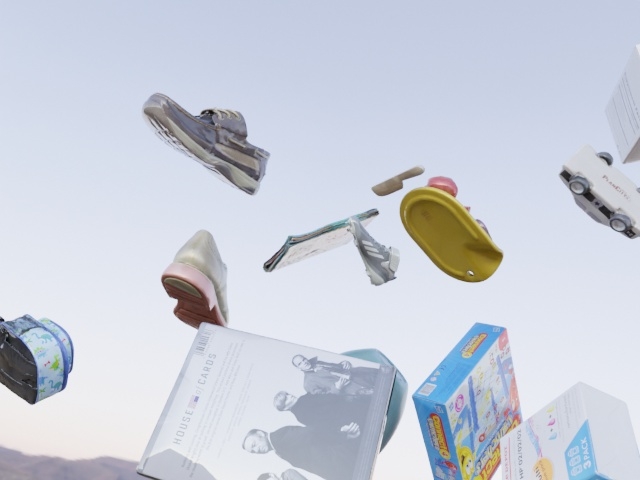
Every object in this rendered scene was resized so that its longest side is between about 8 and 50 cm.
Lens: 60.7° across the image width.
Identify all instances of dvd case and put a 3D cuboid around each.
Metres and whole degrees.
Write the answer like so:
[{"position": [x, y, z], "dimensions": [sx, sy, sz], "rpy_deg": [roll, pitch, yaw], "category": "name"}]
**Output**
[{"position": [-0.054, 0.194, 0.589], "dimensions": [0.238, 0.179, 0.030], "rpy_deg": [10, -33, 16], "category": "dvd case"}]

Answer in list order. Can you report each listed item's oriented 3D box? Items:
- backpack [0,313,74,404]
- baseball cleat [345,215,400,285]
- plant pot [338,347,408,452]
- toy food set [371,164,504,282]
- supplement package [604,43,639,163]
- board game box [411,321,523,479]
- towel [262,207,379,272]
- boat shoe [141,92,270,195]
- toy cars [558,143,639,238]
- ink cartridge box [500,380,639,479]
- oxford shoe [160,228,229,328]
[{"position": [-0.403, 0.167, 0.777], "dimensions": [0.114, 0.084, 0.105], "rpy_deg": [24, -66, 31], "category": "backpack"}, {"position": [0.144, 0.017, 1.434], "dimensions": [0.109, 0.072, 0.206], "rpy_deg": [-22, -70, 2], "category": "baseball cleat"}, {"position": [0.124, 0.409, 1.493], "dimensions": [0.195, 0.290, 0.290], "rpy_deg": [-44, -49, 4], "category": "plant pot"}, {"position": [0.196, -0.038, 0.840], "dimensions": [0.218, 0.071, 0.128], "rpy_deg": [49, -33, -5], "category": "toy food set"}, {"position": [0.833, -0.336, 1.318], "dimensions": [0.177, 0.175, 0.293], "rpy_deg": [-10, -19, 11], "category": "supplement package"}, {"position": [0.359, 0.404, 1.286], "dimensions": [0.086, 0.308, 0.302], "rpy_deg": [3, -62, 44], "category": "board game box"}, {"position": [0.000, 0.000, 1.861], "dimensions": [0.370, 0.040, 0.271], "rpy_deg": [-20, -14, -32], "category": "towel"}, {"position": [-0.223, -0.217, 1.133], "dimensions": [0.132, 0.130, 0.355], "rpy_deg": [26, -5, 28], "category": "boat shoe"}, {"position": [0.616, -0.061, 1.005], "dimensions": [0.393, 0.177, 0.087], "rpy_deg": [10, -27, -5], "category": "toy cars"}, {"position": [0.250, 0.248, 0.587], "dimensions": [0.061, 0.104, 0.181], "rpy_deg": [24, -49, -5], "category": "ink cartridge box"}, {"position": [-0.261, 0.119, 1.283], "dimensions": [0.140, 0.147, 0.397], "rpy_deg": [20, -28, 3], "category": "oxford shoe"}]
